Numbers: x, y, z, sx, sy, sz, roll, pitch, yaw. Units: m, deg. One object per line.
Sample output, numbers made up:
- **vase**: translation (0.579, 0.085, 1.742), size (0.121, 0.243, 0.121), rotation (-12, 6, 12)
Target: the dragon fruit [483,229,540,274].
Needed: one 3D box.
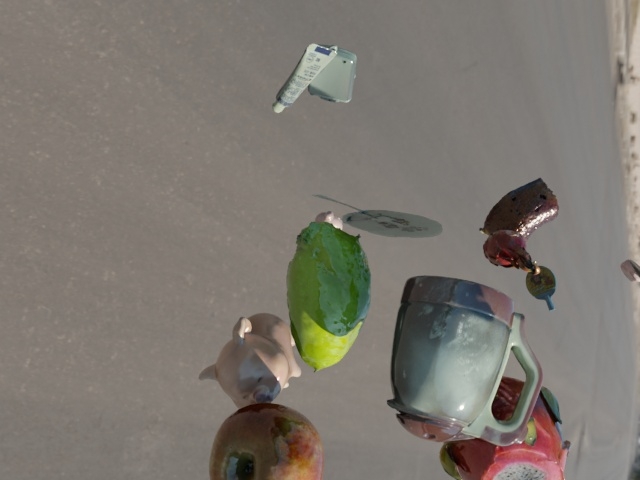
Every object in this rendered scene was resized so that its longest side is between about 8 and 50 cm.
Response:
- **dragon fruit**: translation (0.446, 0.026, 1.462), size (0.094, 0.190, 0.094), rotation (-4, 103, -19)

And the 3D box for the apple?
- **apple**: translation (-0.119, 0.543, 1.567), size (0.301, 0.301, 0.301), rotation (-17, 109, -59)

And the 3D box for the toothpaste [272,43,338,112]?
- **toothpaste**: translation (-0.042, -0.322, 1.284), size (0.062, 0.216, 0.037), rotation (7, 65, -28)

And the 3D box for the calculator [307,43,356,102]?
- **calculator**: translation (0.032, -0.487, 1.875), size (0.246, 0.141, 0.045), rotation (93, 12, -66)

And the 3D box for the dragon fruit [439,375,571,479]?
- **dragon fruit**: translation (0.409, 0.463, 1.408), size (0.189, 0.290, 0.290), rotation (-81, 165, -68)

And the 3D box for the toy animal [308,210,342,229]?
- **toy animal**: translation (0.000, 0.001, 2.286), size (0.124, 0.124, 0.212), rotation (58, 47, -48)

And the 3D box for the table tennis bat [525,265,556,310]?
- **table tennis bat**: translation (0.730, 0.157, 2.091), size (0.019, 0.100, 0.155), rotation (10, 58, -50)

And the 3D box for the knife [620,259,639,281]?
- **knife**: translation (0.895, 0.085, 1.791), size (0.081, 0.043, 0.336), rotation (58, 13, 10)

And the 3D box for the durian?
- **durian**: translation (0.016, 0.140, 1.532), size (0.256, 0.204, 0.340), rotation (136, -51, -70)

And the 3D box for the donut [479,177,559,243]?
- **donut**: translation (0.552, -0.067, 1.770), size (0.186, 0.126, 0.144), rotation (-27, 142, -8)

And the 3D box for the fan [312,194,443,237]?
- **fan**: translation (0.116, -0.061, 1.520), size (0.233, 0.414, 0.012), rotation (-6, 109, -35)

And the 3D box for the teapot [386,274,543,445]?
- **teapot**: translation (0.292, 0.263, 1.306), size (0.233, 0.315, 0.312), rotation (76, 29, -73)

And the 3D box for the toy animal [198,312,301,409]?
- **toy animal**: translation (-0.175, 0.327, 1.791), size (0.269, 0.326, 0.237), rotation (25, 114, -28)
